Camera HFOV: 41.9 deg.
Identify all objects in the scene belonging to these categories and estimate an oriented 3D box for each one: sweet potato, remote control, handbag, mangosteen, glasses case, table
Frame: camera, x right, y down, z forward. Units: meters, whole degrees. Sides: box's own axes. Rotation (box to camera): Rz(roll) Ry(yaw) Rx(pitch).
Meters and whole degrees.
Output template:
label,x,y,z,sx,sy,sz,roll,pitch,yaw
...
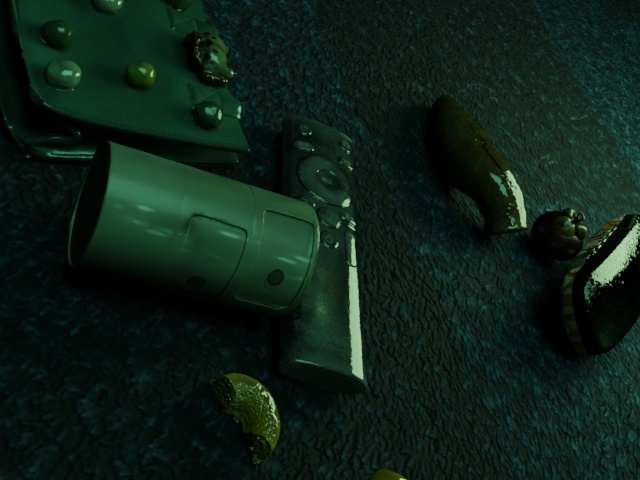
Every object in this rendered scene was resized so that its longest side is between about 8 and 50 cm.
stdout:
label,x,y,z,sx,sy,sz,roll,pitch,yaw
sweet potato,0.220,-0.117,1.247,0.112,0.085,0.286,49,12,-51
remote control,0.000,0.000,0.986,0.107,0.044,0.377,24,44,-26
handbag,-0.225,-0.213,0.946,0.274,0.100,0.269,4,52,-36
mangosteen,0.357,-0.010,1.253,0.081,0.081,0.081,22,45,-23
glasses case,0.427,0.058,1.224,0.321,0.082,0.122,-32,111,-49
table,-0.124,-0.007,0.828,0.220,0.126,0.126,17,46,-27

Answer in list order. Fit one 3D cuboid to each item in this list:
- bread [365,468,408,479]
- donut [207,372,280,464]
label,x,y,z,sx,sy,sz,roll,pitch,yaw
bread,0.055,0.298,0.753,0.116,0.077,0.200,38,39,7
donut,-0.068,0.164,0.792,0.067,0.038,0.083,19,44,-29
